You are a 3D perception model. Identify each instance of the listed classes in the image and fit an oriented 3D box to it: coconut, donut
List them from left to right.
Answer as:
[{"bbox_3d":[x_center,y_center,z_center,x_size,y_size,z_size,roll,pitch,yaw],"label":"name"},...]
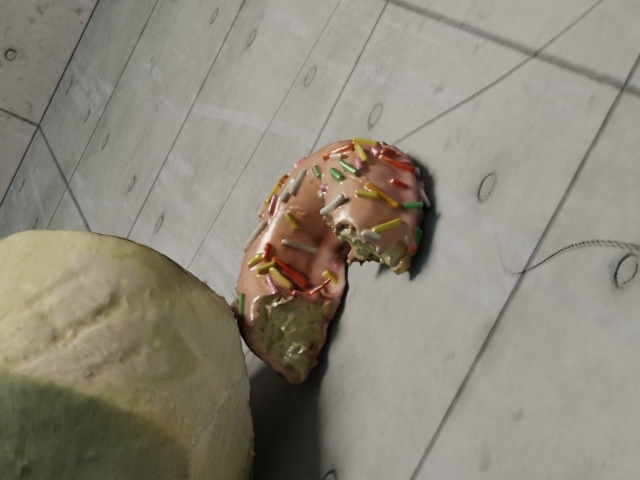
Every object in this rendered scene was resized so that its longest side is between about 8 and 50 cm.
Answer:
[{"bbox_3d":[-0.229,0.202,1.203,0.415,0.345,0.415,-1,-90,-77],"label":"coconut"},{"bbox_3d":[0.000,0.000,1.230,0.233,0.085,0.199,-51,26,28],"label":"donut"}]
